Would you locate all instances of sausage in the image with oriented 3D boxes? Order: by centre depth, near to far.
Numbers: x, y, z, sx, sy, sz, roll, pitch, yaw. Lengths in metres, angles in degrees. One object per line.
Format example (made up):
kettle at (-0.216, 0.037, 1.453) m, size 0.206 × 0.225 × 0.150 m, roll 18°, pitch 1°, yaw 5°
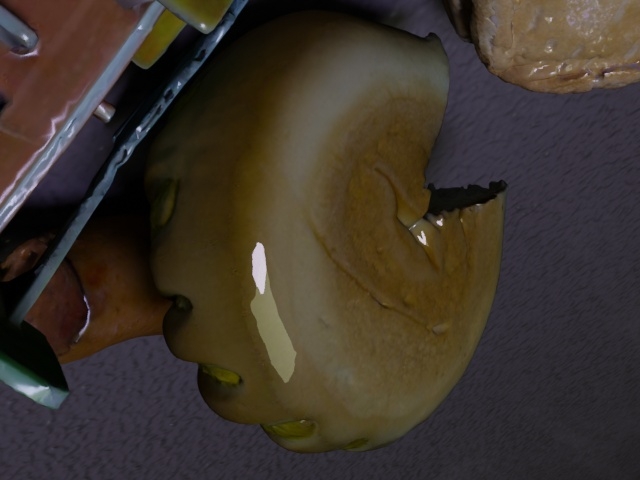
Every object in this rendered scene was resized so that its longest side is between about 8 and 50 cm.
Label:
sausage at (-0.119, 0.033, 0.889) m, size 0.270 × 0.109 × 0.109 m, roll 0°, pitch 137°, yaw -52°

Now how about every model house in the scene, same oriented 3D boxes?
model house at (-0.181, -0.142, 0.604) m, size 0.300 × 0.340 × 0.324 m, roll 37°, pitch 84°, yaw -15°

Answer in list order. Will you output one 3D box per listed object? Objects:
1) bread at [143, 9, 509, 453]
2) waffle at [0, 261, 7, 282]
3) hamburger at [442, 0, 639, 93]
bread at (0.000, 0.000, 0.830) m, size 0.333 × 0.160 × 0.333 m, roll -11°, pitch 104°, yaw -49°
waffle at (-0.353, 0.066, 0.797) m, size 0.309 × 0.065 × 0.283 m, roll -42°, pitch 148°, yaw 10°
hamburger at (0.198, -0.222, 0.778) m, size 0.243 × 0.146 × 0.286 m, roll 8°, pitch 137°, yaw -36°
